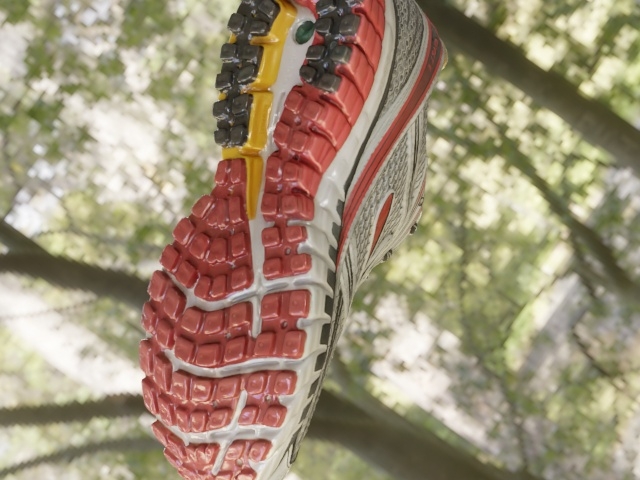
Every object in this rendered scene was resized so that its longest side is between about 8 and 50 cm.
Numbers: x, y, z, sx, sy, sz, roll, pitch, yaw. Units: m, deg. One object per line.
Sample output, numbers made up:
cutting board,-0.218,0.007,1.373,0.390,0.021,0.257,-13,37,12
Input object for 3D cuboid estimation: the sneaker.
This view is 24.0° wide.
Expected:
sneaker,0.000,0.000,0.605,0.093,0.088,0.225,20,-92,-48
